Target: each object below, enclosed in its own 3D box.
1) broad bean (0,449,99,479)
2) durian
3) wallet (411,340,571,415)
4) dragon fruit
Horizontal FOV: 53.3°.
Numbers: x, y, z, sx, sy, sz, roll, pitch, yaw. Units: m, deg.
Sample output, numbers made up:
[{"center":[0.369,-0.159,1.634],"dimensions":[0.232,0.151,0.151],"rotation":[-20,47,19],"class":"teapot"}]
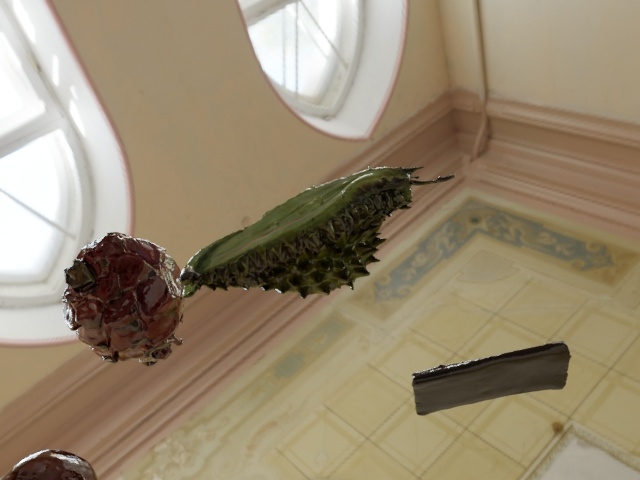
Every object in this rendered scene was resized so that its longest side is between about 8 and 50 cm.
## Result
[{"center":[-0.271,0.329,0.635],"dimensions":[0.122,0.156,0.229],"rotation":[-34,-114,39],"class":"broad bean"},{"center":[0.001,-0.004,0.808],"dimensions":[0.374,0.107,0.132],"rotation":[-24,-143,-17],"class":"durian"},{"center":[0.306,0.252,1.151],"dimensions":[0.285,0.146,0.030],"rotation":[-13,-136,2],"class":"wallet"},{"center":[-0.391,0.124,1.286],"dimensions":[0.244,0.299,0.244],"rotation":[-10,-151,6],"class":"dragon fruit"}]
